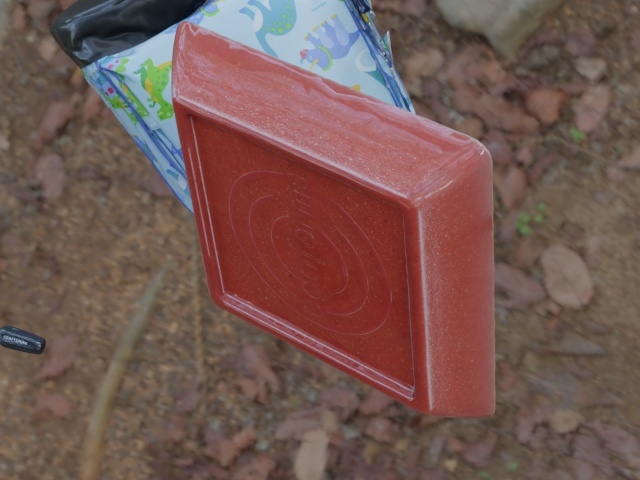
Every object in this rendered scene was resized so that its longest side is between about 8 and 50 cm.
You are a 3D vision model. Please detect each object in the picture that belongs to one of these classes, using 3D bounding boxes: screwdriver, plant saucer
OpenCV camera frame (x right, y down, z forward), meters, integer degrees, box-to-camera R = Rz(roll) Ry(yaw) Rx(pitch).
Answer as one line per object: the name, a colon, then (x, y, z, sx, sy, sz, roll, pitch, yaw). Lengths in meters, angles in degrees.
screwdriver: (-0.376, 0.089, 1.629, 0.170, 0.024, 0.025, 19, 121, 2)
plant saucer: (0.000, 0.000, 1.050, 0.259, 0.258, 0.048, 26, 52, 30)

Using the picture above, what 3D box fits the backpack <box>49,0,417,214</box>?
backpack: (-0.044, -0.122, 1.461, 0.290, 0.355, 0.273, -31, 21, -7)
